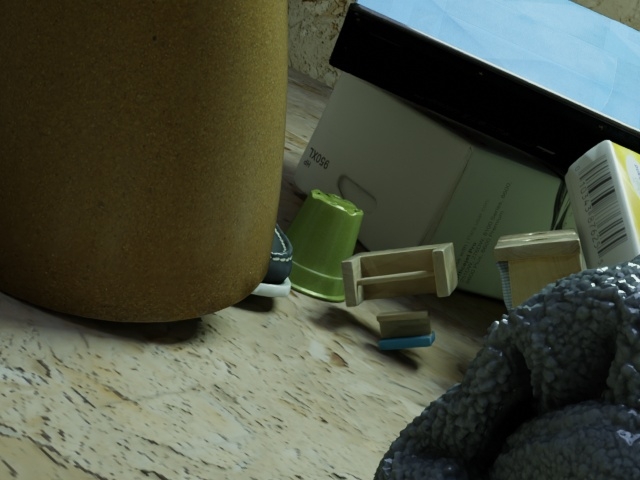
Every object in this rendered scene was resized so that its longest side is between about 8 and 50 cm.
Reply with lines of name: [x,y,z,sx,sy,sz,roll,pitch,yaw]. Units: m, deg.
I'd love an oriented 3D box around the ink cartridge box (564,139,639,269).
ink cartridge box: [0.366,0.089,0.846,0.307,0.072,0.304,16,50,-25]

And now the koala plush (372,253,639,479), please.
koala plush: [0.166,0.134,0.425,0.196,0.203,0.221,16,27,-31]

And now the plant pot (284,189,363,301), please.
plant pot: [0.000,0.000,0.873,0.083,0.079,0.083,22,12,-5]

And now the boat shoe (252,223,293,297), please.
boat shoe: [-0.108,-0.049,0.849,0.114,0.091,0.302,12,17,-42]

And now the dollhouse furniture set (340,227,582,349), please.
dollhouse furniture set: [0.126,0.065,0.821,0.183,0.129,0.129,-6,3,14]

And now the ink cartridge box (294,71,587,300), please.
ink cartridge box: [0.209,-0.046,1.238,0.394,0.166,0.285,14,17,-37]

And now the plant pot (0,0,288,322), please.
plant pot: [-0.117,-0.119,0.628,0.237,0.254,0.237,13,29,-8]

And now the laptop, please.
laptop: [0.229,-0.230,1.077,0.381,0.236,0.408,23,-1,-3]
